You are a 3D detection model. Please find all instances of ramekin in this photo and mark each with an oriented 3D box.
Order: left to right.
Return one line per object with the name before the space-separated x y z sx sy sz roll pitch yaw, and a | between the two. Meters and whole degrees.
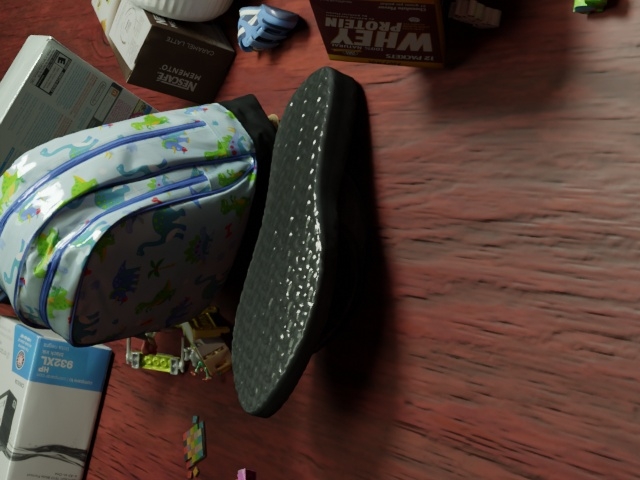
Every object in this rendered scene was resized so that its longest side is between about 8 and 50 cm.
ramekin | -0.203 -0.397 1.904 0.207 0.207 0.109 61 138 48

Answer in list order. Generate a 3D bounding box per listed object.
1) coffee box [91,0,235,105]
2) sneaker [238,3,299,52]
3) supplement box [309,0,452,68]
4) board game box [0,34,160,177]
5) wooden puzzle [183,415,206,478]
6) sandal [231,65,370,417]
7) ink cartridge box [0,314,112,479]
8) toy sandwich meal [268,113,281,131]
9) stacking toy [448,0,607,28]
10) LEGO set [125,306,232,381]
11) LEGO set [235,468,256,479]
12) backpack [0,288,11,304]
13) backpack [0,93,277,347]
coffee box | -0.236 -0.315 1.976 0.098 0.141 0.246 -61 34 25
sneaker | -0.071 -0.281 1.784 0.144 0.053 0.059 10 87 67
supplement box | 0.072 -0.305 1.392 0.191 0.129 0.194 61 -144 -73
board game box | -0.312 -0.101 1.810 0.097 0.303 0.224 16 75 58
wooden puzzle | -0.166 0.271 1.768 0.049 0.006 0.083 -41 46 44
sandal | 0.002 -0.002 1.533 0.167 0.107 0.446 -33 39 51
ink cartridge box | -0.456 0.290 2.109 0.223 0.129 0.307 12 89 58
toy sandwich meal | -0.062 -0.123 1.732 0.085 0.029 0.086 -42 42 52
stacking toy | 0.217 -0.304 1.328 0.221 0.052 0.167 6 84 58
LEGO set | -0.199 0.146 1.781 0.287 0.132 0.107 15 109 36
LEGO set | -0.085 0.386 1.511 0.093 0.087 0.227 -24 58 35
backpack | -0.465 0.011 2.147 0.158 0.117 0.173 -28 53 50
backpack | -0.236 -0.016 1.635 0.273 0.355 0.290 61 138 39
